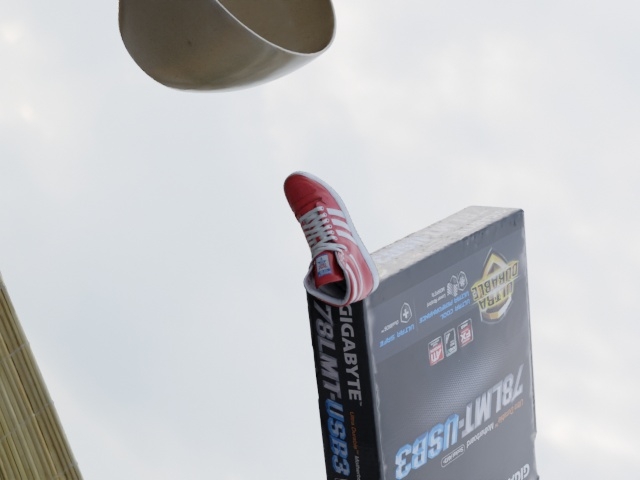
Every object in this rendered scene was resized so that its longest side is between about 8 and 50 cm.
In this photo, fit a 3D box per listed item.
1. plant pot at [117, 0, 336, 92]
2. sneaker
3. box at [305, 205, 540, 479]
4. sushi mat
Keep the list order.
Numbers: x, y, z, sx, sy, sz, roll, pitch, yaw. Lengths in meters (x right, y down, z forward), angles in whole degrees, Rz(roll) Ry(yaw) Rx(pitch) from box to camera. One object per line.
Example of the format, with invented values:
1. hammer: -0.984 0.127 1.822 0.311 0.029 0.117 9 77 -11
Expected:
1. plant pot: -0.145 -0.295 2.214 0.191 0.284 0.284 -38 -88 31
2. sneaker: 0.000 0.000 1.412 0.042 0.067 0.118 -34 -91 27
3. box: 0.106 0.143 1.646 0.073 0.295 0.293 3 -73 35
4. sushi mat: -0.304 0.190 1.612 0.316 0.151 0.019 63 10 26
